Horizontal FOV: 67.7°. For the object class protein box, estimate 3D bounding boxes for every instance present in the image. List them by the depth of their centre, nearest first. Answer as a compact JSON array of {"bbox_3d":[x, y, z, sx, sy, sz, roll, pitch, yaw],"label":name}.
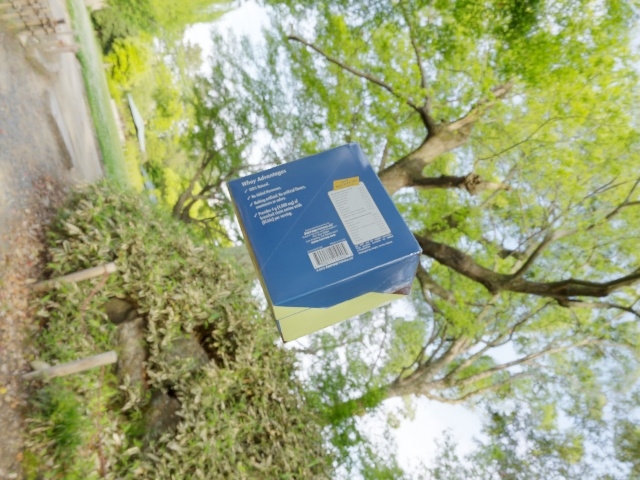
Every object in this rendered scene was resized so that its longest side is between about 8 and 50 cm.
[{"bbox_3d":[0.000,0.000,0.672,0.136,0.200,0.201,87,-19,-58],"label":"protein box"}]
